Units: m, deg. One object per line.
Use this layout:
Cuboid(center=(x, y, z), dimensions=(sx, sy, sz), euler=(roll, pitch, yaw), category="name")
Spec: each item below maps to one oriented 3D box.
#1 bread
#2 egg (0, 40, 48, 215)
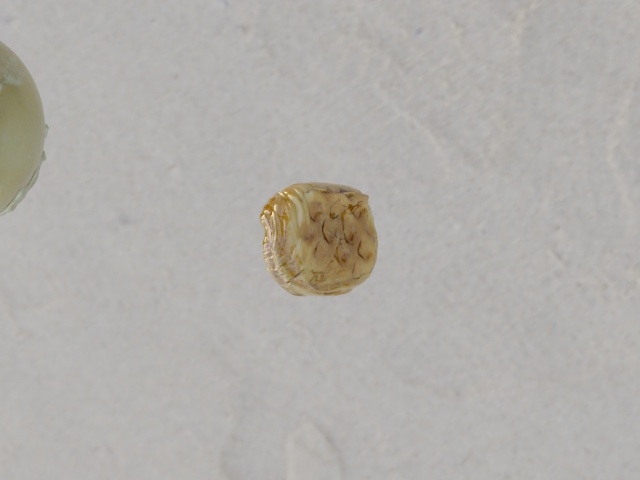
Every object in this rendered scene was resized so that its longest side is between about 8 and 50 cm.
Cuboid(center=(0.000, 0.000, 1.060), dimensions=(0.044, 0.111, 0.083), euler=(-8, 86, 36), category="bread")
Cuboid(center=(-0.319, -0.100, 1.262), dimensions=(0.201, 0.164, 0.164), euler=(-118, 32, -44), category="egg")
